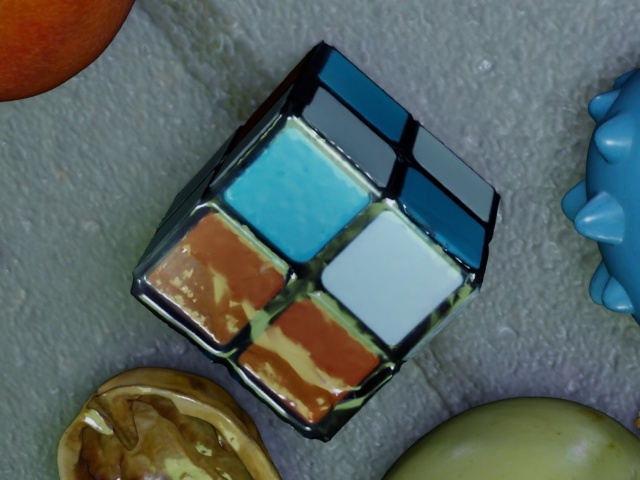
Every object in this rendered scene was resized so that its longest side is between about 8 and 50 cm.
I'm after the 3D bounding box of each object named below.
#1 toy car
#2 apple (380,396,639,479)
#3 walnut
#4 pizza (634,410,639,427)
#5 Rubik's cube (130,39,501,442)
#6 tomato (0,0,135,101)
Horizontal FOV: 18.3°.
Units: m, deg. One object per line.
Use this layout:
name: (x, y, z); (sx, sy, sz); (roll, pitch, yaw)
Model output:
toy car: (0.259, -0.012, 1.317); (0.190, 0.188, 0.255); (-12, 113, 23)
apple: (0.147, 0.246, 1.417); (0.262, 0.262, 0.262); (3, 113, 8)
walnut: (-0.101, 0.174, 1.505); (0.167, 0.087, 0.211); (-22, 113, 24)
pizza: (0.287, 0.131, 1.453); (0.099, 0.036, 0.160); (-29, 105, 18)
Rubik's cube: (0.000, 0.000, 1.372); (0.183, 0.167, 0.180); (38, 112, -9)
tomato: (-0.234, -0.210, 1.288); (0.255, 0.224, 0.256); (7, 113, 18)
